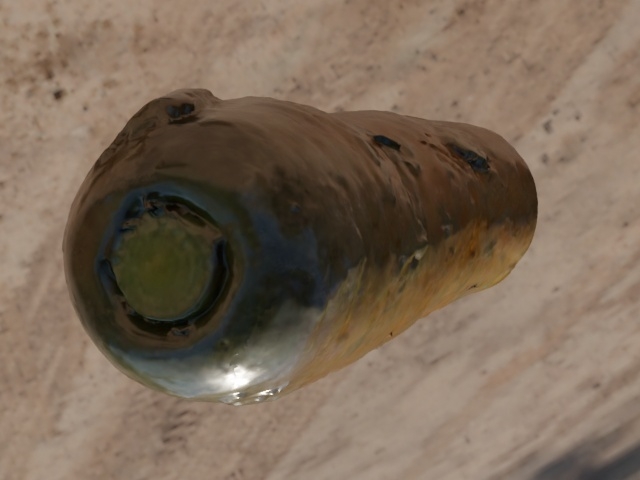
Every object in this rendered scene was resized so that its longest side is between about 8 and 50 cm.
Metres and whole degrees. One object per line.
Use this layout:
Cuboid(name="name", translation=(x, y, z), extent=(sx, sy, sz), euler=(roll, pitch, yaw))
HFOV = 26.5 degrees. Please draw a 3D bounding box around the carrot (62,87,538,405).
Cuboid(name="carrot", translation=(0.000, 0.000, 0.644), extent=(0.139, 0.138, 0.302), euler=(-42, 161, 25))
